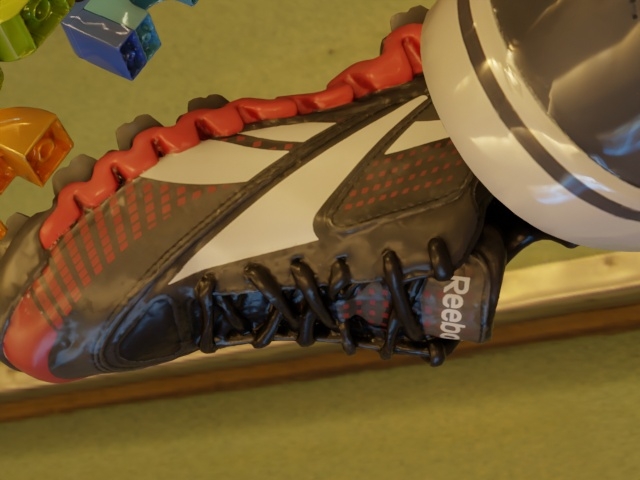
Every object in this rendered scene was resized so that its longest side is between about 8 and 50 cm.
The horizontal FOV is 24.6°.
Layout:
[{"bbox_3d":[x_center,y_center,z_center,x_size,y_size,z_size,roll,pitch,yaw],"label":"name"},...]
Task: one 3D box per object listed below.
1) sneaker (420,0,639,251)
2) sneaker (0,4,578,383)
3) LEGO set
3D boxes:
[{"bbox_3d":[0.183,-0.064,0.445,0.127,0.321,0.126,-41,66,40],"label":"sneaker"},{"bbox_3d":[0.000,0.000,0.598,0.276,0.097,0.135,-25,59,-15],"label":"sneaker"},{"bbox_3d":[-0.124,-0.070,0.495,0.093,0.087,0.227,25,66,24],"label":"LEGO set"}]
